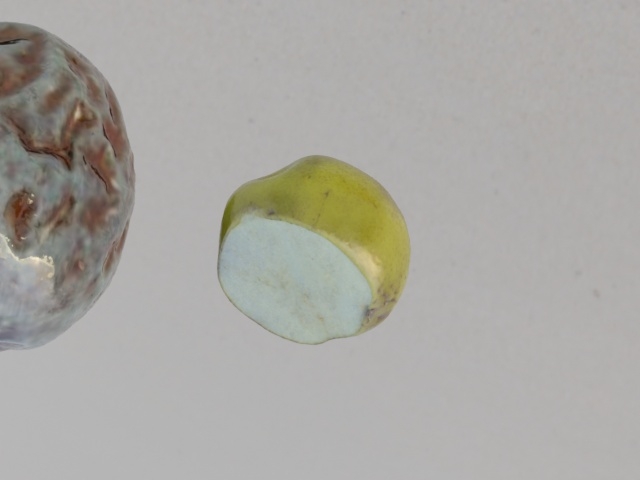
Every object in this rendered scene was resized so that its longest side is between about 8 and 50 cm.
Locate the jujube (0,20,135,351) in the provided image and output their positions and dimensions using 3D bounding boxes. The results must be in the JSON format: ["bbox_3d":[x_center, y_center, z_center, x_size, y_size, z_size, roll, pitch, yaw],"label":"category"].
[{"bbox_3d":[-0.284,-0.044,1.047,0.246,0.308,0.215,6,139,-26],"label":"jujube"}]

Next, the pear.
[{"bbox_3d":[0.000,0.000,0.869,0.141,0.104,0.141,16,131,19],"label":"pear"}]
